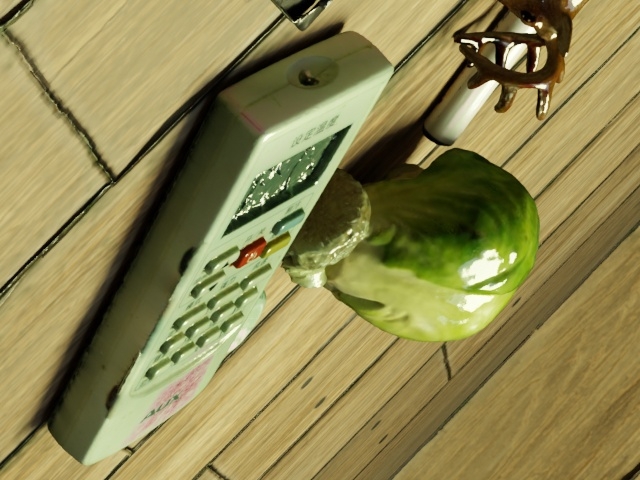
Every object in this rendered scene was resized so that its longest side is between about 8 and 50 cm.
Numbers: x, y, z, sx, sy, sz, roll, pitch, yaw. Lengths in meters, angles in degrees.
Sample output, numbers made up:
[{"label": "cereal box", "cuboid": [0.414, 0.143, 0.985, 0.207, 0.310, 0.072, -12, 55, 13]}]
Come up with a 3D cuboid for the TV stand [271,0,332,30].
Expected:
[{"label": "TV stand", "cuboid": [-0.037, -0.152, 0.906, 0.036, 0.042, 0.249, -45, 166, 4]}]

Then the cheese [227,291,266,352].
[{"label": "cheese", "cuboid": [-0.056, 0.043, 1.421, 0.120, 0.026, 0.067, -57, 165, 7]}]

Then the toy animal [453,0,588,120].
[{"label": "toy animal", "cuboid": [0.231, -0.208, 1.359, 0.243, 0.087, 0.260, -8, 133, -24]}]

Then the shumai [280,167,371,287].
[{"label": "shumai", "cuboid": [0.000, 0.000, 1.353, 0.082, 0.083, 0.080, -13, 138, 4]}]

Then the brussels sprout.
[{"label": "brussels sprout", "cuboid": [0.086, 0.004, 1.470, 0.183, 0.145, 0.131, -31, 164, -36]}]

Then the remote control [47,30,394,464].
[{"label": "remote control", "cuboid": [-0.072, 0.013, 1.248, 0.145, 0.050, 0.344, -32, 159, -46]}]

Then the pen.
[{"label": "pen", "cuboid": [0.162, -0.177, 1.444, 0.269, 0.033, 0.033, -53, 165, 26]}]
